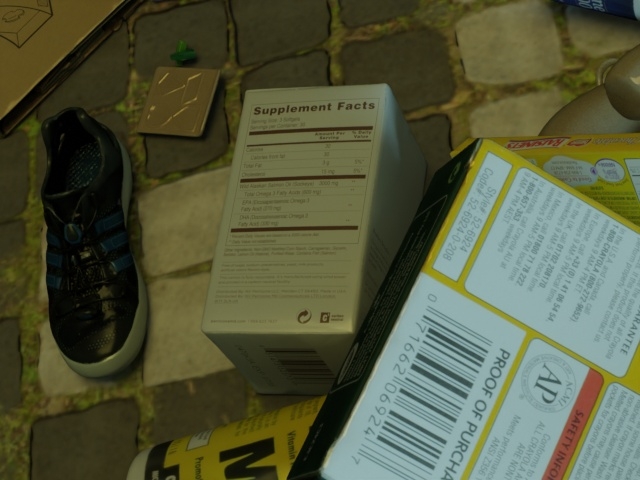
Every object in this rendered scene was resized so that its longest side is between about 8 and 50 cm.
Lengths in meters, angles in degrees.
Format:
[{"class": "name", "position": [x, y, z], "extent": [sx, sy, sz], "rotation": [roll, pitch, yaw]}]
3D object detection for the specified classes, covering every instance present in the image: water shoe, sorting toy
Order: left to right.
[{"class": "water shoe", "position": [-0.173, 0.000, 1.109], "extent": [0.072, 0.080, 0.203], "rotation": [-17, 58, 12]}, {"class": "sorting toy", "position": [-0.103, -0.116, 1.187], "extent": [0.062, 0.012, 0.083], "rotation": [4, 67, 28]}]

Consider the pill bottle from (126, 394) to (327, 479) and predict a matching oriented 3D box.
[{"class": "pill bottle", "position": [0.000, 0.155, 0.935], "extent": [0.208, 0.119, 0.119], "rotation": [-18, 58, 11]}]

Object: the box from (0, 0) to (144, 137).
[{"class": "box", "position": [-0.260, -0.194, 1.285], "extent": [0.164, 0.021, 0.201], "rotation": [-46, 57, -7]}]

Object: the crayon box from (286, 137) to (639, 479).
[{"class": "crayon box", "position": [0.170, 0.115, 0.848], "extent": [0.323, 0.083, 0.203], "rotation": [29, 72, -7]}]

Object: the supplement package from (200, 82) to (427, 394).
[{"class": "supplement package", "position": [0.000, 0.000, 1.028], "extent": [0.105, 0.105, 0.179], "rotation": [-1, 62, 20]}]

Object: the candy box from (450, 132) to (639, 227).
[{"class": "candy box", "position": [0.172, -0.014, 0.926], "extent": [0.027, 0.105, 0.206], "rotation": [-41, 26, -30]}]

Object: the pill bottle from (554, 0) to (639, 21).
[{"class": "pill bottle", "position": [0.211, -0.187, 1.074], "extent": [0.120, 0.067, 0.067], "rotation": [19, 71, 28]}]

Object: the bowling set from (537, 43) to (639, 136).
[{"class": "bowling set", "position": [0.267, -0.090, 0.903], "extent": [0.154, 0.200, 0.287], "rotation": [-37, 53, -26]}]
